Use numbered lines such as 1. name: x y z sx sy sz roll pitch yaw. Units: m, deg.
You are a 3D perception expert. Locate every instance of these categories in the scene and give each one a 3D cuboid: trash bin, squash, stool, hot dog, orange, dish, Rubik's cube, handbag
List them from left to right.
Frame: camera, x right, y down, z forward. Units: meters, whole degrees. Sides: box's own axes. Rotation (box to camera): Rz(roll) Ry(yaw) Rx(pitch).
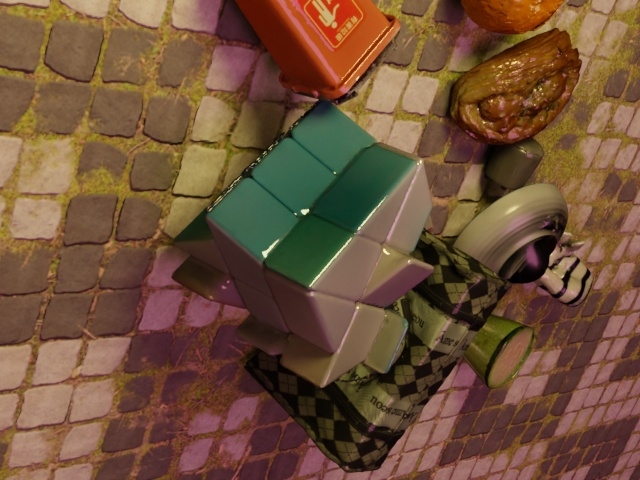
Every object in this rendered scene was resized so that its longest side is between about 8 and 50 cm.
1. trash bin: -0.027 -0.324 1.321 0.161 0.184 0.238 -51 126 -11
2. Rubik's cube: 0.000 0.000 1.438 0.387 0.358 0.368 -46 144 -24
3. handbag: 0.090 0.151 1.660 0.416 0.317 0.180 -55 146 10
4. squash: 0.399 0.243 2.133 0.170 0.123 0.170 -23 131 -29
5. orange: 0.316 -0.436 1.544 0.193 0.161 0.193 -26 140 -24
6. stool: 0.381 -0.158 1.854 0.096 0.096 0.110 4 121 -44
7. hot dog: 0.366 -0.283 1.729 0.272 0.122 0.196 -28 140 -27
8. dish: 0.413 0.022 1.921 0.273 0.133 0.273 -25 150 -15

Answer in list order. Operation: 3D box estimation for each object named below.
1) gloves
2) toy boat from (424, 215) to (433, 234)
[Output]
1. gloves: 0.529 0.048 2.129 0.140 0.131 0.219 -46 108 -3
2. toy boat: 0.152 0.067 1.809 0.129 0.088 0.295 -5 122 -40
